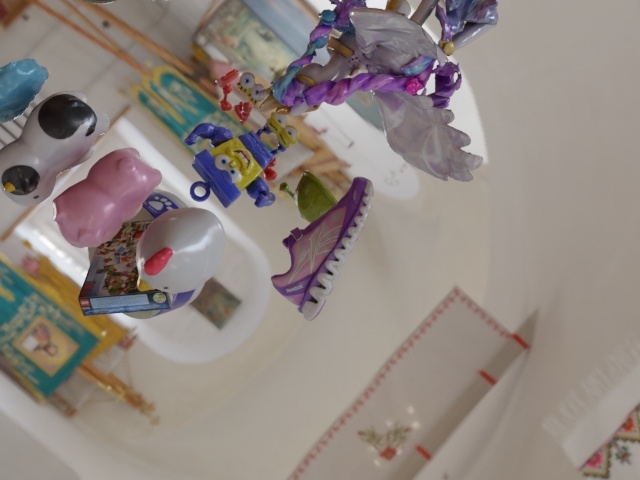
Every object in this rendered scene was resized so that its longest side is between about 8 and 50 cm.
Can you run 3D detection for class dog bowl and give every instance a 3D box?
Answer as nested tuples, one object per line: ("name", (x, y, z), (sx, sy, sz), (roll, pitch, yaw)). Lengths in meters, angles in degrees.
("dog bowl", (-0.368, 0.029, 1.893), (0.265, 0.265, 0.104), (-40, 168, 36))

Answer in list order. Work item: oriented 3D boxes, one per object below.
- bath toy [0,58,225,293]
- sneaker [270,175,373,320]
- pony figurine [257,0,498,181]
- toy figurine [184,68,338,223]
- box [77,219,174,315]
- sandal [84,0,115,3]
("bath toy", (-0.272, -0.058, 1.047), (0.151, 0.348, 0.129), (-52, 177, 22))
("sneaker", (0.000, 0.000, 1.372), (0.236, 0.104, 0.095), (-62, 176, -2))
("pony figurine", (0.116, -0.283, 1.388), (0.351, 0.303, 0.363), (20, -125, 38))
("toy figurine", (-0.145, -0.112, 1.675), (0.217, 0.363, 0.191), (-38, -178, -26))
("box", (-0.340, 0.044, 1.649), (0.159, 0.044, 0.233), (-6, -145, 4))
("sandal", (-0.368, -0.483, 1.677), (0.049, 0.180, 0.072), (-163, -109, -76))
